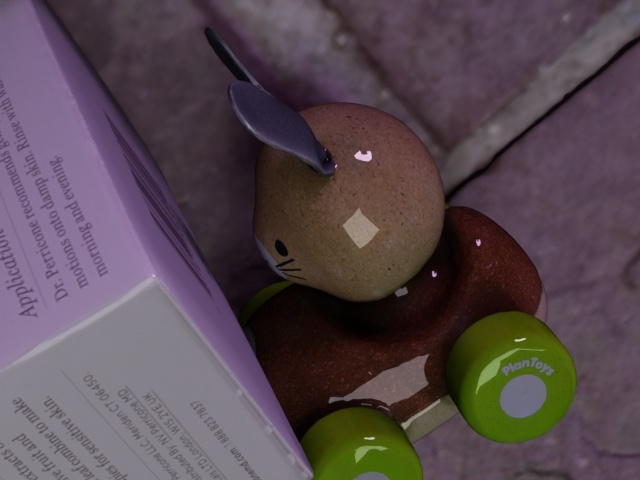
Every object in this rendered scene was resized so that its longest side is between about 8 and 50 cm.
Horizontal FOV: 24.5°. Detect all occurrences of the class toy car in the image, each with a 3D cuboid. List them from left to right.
[{"bbox_3d":[0.000,0.000,0.632,0.149,0.155,0.188,-32,117,1],"label":"toy car"}]

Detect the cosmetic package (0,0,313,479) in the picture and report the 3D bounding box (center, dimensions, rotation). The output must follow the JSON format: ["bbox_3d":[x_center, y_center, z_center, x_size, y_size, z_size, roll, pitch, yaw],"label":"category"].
[{"bbox_3d":[-0.217,0.079,0.553,0.365,0.197,0.155,-30,140,1],"label":"cosmetic package"}]
